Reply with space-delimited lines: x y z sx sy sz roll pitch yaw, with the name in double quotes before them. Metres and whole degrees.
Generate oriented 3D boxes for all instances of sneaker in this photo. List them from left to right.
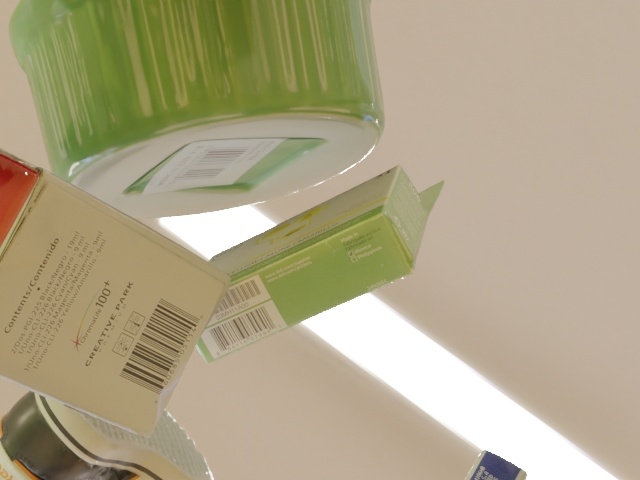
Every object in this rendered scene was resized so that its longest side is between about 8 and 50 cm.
"sneaker" -0.213 0.203 1.524 0.127 0.126 0.321 -40 -25 5

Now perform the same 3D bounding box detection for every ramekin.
"ramekin" -0.092 -0.125 1.336 0.303 0.303 0.148 -2 -106 -35

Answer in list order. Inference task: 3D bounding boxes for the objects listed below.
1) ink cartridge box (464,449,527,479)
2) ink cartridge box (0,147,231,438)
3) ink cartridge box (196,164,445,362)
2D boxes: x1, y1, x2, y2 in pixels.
"ink cartridge box" 0.096 0.438 1.789 0.324 0.071 0.330 -50 -15 -53
"ink cartridge box" -0.266 -0.014 1.106 0.272 0.309 0.130 34 -98 -51
"ink cartridge box" 0.000 0.000 1.238 0.171 0.235 0.056 -25 -77 17
